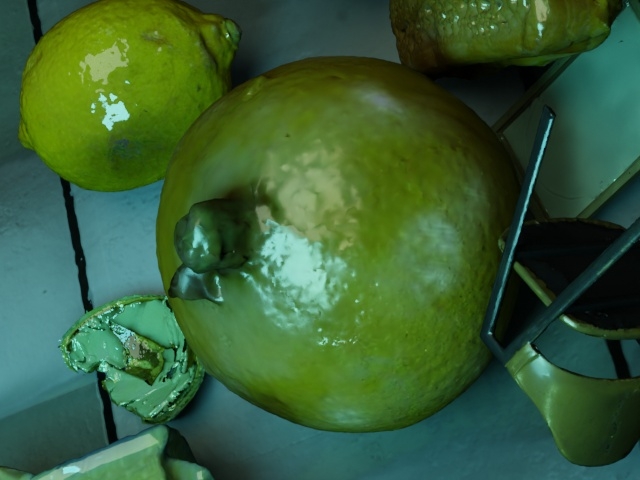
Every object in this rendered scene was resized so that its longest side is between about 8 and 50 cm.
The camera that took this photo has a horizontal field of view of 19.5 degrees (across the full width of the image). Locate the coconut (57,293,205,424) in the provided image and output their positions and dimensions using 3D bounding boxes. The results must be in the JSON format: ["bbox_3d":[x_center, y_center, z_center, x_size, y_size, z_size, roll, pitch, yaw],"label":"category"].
[{"bbox_3d":[-0.165,0.111,1.794,0.133,0.055,0.158,-47,59,3],"label":"coconut"}]

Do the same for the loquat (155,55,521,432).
[{"bbox_3d":[0.000,0.000,1.579,0.328,0.359,0.328,-3,85,37],"label":"loquat"}]

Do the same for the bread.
[{"bbox_3d":[0.147,-0.235,1.588,0.109,0.380,0.185,-9,93,-13],"label":"bread"}]

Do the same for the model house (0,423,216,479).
[{"bbox_3d":[-0.195,0.318,1.659,0.321,0.261,0.266,-24,35,0],"label":"model house"}]

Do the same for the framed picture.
[{"bbox_3d":[0.238,-0.105,1.632,0.201,0.010,0.136,-46,57,36],"label":"framed picture"}]

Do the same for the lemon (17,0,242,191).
[{"bbox_3d":[-0.189,-0.147,1.827,0.256,0.188,0.188,-27,61,18],"label":"lemon"}]

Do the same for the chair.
[{"bbox_3d":[0.229,0.035,1.476,0.172,0.158,0.247,57,137,35],"label":"chair"}]
